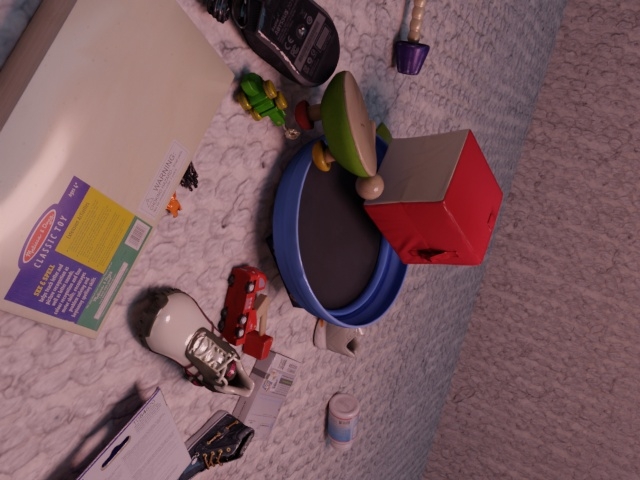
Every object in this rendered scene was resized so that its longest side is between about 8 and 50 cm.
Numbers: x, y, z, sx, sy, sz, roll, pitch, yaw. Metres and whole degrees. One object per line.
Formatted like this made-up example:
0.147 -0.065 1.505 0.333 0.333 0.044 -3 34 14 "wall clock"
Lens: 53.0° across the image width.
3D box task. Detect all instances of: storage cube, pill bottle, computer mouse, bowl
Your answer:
0.229 -0.081 1.280 0.193 0.183 0.215 51 53 -37 "storage cube"
0.063 0.514 1.802 0.087 0.087 0.160 -40 142 -47 "pill bottle"
-0.064 -0.340 0.970 0.272 0.072 0.189 40 73 -50 "computer mouse"
0.052 -0.026 1.268 0.391 0.077 0.392 -1 91 -51 "bowl"

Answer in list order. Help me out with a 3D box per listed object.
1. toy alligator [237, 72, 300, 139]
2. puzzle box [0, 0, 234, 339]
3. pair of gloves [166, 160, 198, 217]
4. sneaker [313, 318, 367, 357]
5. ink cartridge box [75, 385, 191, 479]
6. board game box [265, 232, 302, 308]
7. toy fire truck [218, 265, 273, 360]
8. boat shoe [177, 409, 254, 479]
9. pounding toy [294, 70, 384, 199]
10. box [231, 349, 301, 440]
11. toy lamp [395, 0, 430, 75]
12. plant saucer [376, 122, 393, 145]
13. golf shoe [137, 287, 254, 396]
-0.084 -0.221 1.030 0.189 0.056 0.051 35 36 -64 "toy alligator"
-0.266 -0.102 0.747 0.409 0.052 0.272 -65 154 -11 "puzzle box"
-0.208 -0.082 0.926 0.083 0.010 0.074 -60 152 -25 "pair of gloves"
0.057 0.162 1.498 0.099 0.121 0.263 -44 145 -44 "sneaker"
-0.309 0.366 1.005 0.223 0.045 0.224 -49 146 -38 "ink cartridge box"
0.000 0.000 1.304 0.243 0.042 0.165 -47 128 -40 "board game box"
-0.129 0.137 1.197 0.135 0.047 0.192 -9 115 -62 "toy fire truck"
-0.204 0.397 1.192 0.183 0.083 0.065 -45 145 -41 "boat shoe"
0.028 -0.178 1.121 0.237 0.110 0.183 46 35 -62 "pounding toy"
-0.118 0.331 1.369 0.186 0.038 0.145 -67 154 -9 "box"
0.212 -0.498 1.384 0.080 0.080 0.275 -30 133 -54 "toy lamp"
0.126 -0.146 1.501 0.188 0.045 0.188 -51 149 -34 "plant saucer"
-0.187 0.167 1.024 0.105 0.120 0.273 -58 151 -20 "golf shoe"
